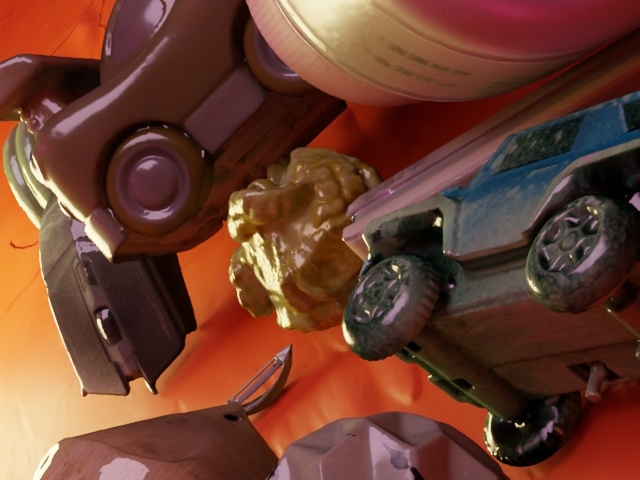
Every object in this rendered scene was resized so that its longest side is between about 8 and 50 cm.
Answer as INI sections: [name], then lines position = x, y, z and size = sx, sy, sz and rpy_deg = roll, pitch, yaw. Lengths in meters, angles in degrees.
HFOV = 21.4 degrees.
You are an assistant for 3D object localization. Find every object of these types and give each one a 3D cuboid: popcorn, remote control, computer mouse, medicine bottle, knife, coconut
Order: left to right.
[computer mouse]
position = -0.190, 0.032, 1.478
size = 0.126, 0.071, 0.231
rpy_deg = -25, 65, 18
[coconut]
position = -0.091, 0.204, 1.052
size = 0.224, 0.224, 0.224
rpy_deg = -38, 29, 26
[knife]
position = -0.077, 0.146, 1.300
size = 0.184, 0.026, 0.022
rpy_deg = -46, -13, 18
[popcorn]
position = 0.000, 0.000, 1.263
size = 0.135, 0.162, 0.141
rpy_deg = 3, 78, 19
[medicine bottle]
position = 0.080, -0.213, 1.057
size = 0.256, 0.256, 0.325
rpy_deg = -57, 7, -11
[remote control]
position = 0.152, -0.043, 1.057
size = 0.277, 0.103, 0.055
rpy_deg = -31, 28, 30

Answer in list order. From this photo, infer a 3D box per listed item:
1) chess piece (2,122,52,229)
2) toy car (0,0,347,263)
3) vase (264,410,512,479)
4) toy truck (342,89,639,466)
[chess piece]
position = -0.146, -0.122, 1.578
size = 0.298, 0.176, 0.176
rpy_deg = -37, 30, 27
[toy car]
position = -0.082, -0.157, 1.372
size = 0.336, 0.226, 0.242
rpy_deg = -45, -11, 16
[vase]
position = 0.038, 0.256, 0.836
size = 0.165, 0.165, 0.360
rpy_deg = -37, 33, 28
[toy truck]
position = 0.148, 0.020, 0.941
size = 0.279, 0.155, 0.156
rpy_deg = -17, 42, 50
